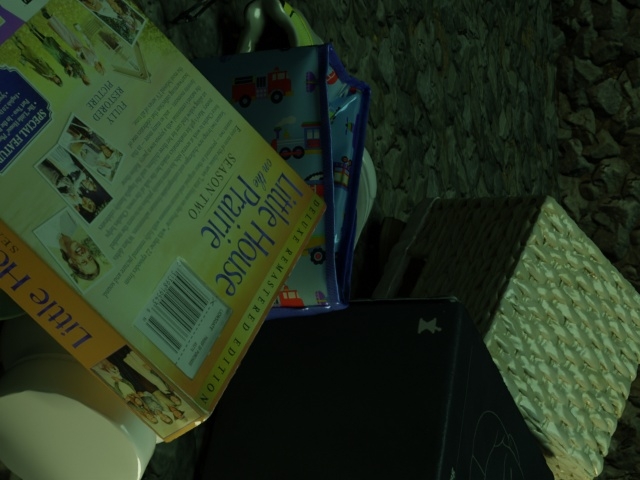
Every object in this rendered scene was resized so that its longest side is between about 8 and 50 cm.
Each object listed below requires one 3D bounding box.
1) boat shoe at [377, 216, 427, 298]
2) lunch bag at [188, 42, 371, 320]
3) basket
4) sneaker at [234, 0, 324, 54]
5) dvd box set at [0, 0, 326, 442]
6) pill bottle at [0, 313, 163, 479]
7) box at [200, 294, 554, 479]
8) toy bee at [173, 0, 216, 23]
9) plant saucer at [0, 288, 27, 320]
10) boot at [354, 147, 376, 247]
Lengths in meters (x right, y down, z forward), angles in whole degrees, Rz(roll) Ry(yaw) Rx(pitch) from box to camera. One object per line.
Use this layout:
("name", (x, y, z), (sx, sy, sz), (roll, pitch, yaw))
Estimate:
("boat shoe", (0.164, 0.084, 2.199), (0.109, 0.098, 0.302), (-67, 146, -48))
("lunch bag", (-0.075, -0.040, 1.469), (0.138, 0.221, 0.293), (36, 54, -62))
("basket", (0.266, 0.140, 2.033), (0.331, 0.266, 0.328), (44, 58, -28))
("sneaker", (-0.065, -0.117, 1.635), (0.147, 0.145, 0.384), (54, 28, -52))
("dvd box set", (-0.196, -0.082, 1.128), (0.420, 0.062, 0.307), (45, 38, -14))
("pill bottle", (-0.171, 0.063, 1.260), (0.334, 0.188, 0.188), (-69, 147, -46))
("box", (0.073, 0.391, 1.662), (0.471, 0.298, 0.479), (60, 34, -49))
("toy bee", (-0.074, -0.386, 1.619), (0.162, 0.195, 0.298), (59, 36, -1))
("plant saucer", (-0.291, -0.022, 1.128), (0.195, 0.037, 0.195), (26, 51, -38))
("boot", (0.000, 0.000, 1.740), (0.123, 0.095, 0.258), (-58, 162, -50))
